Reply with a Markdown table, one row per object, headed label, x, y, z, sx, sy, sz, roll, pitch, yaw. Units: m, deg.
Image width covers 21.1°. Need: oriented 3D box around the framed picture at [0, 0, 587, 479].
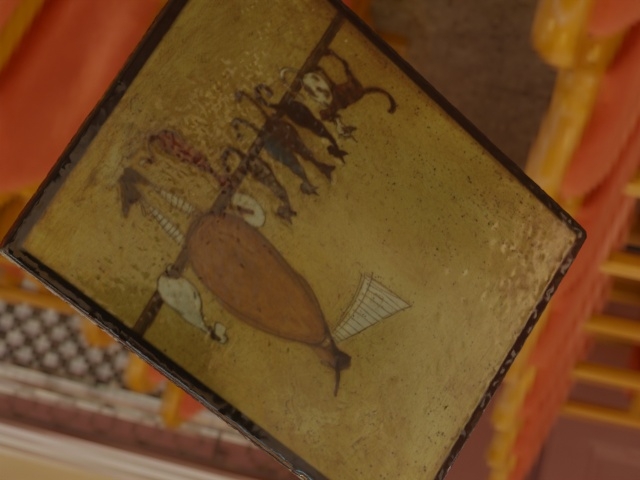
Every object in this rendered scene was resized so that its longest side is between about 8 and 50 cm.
| label | x | y | z | sx | sy | sz | roll | pitch | yaw |
| --- | --- | --- | --- | --- | --- | --- | --- | --- | --- |
| framed picture | 0.000 | 0.000 | 1.068 | 0.338 | 0.255 | 0.014 | 41 | 163 | -26 |
